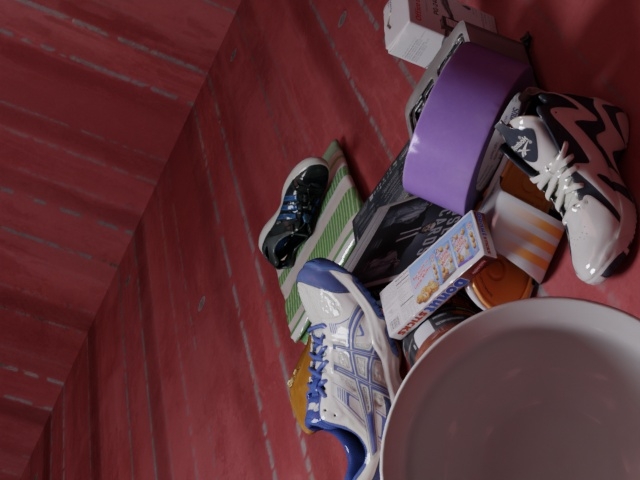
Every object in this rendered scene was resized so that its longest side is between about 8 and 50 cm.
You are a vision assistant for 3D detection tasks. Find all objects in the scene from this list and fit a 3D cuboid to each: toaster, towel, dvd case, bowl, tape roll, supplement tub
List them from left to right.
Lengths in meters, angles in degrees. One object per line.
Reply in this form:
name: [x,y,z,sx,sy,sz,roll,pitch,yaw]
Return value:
towel: [0.000,0.000,2.261,0.248,0.038,0.325,-61,19,20]
dvd case: [0.126,-0.001,1.713,0.239,0.029,0.179,-18,31,47]
supplement tub: [0.144,0.109,1.660,0.106,0.106,0.198,-64,21,16]
tape roll: [0.170,-0.127,1.570,0.189,0.080,0.189,-59,-15,-26]
toaster: [0.201,-0.178,1.779,0.168,0.110,0.185,-56,24,33]
bowl: [0.207,0.207,1.223,0.134,0.298,0.298,61,-137,-73]

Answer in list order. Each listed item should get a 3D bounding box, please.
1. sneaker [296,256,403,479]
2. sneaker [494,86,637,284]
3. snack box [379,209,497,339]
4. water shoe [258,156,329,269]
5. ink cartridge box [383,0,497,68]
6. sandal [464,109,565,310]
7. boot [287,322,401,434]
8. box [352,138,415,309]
sneaker: [0.029,0.166,1.651,0.296,0.131,0.112,63,160,6]
sneaker: [0.253,-0.071,1.471,0.094,0.153,0.235,-42,33,56]
snack box: [0.132,0.041,1.572,0.178,0.022,0.064,-45,43,38]
water shoe: [-0.030,-0.042,2.256,0.203,0.073,0.080,-62,40,27]
ink cartridge box: [0.169,-0.288,1.908,0.063,0.150,0.109,-54,25,38]
sandal: [0.237,-0.043,1.564,0.076,0.102,0.265,-10,60,71]
boot: [0.024,0.201,1.926,0.295,0.104,0.211,-94,25,-59]
box: [0.129,-0.041,1.913,0.232,0.059,0.183,-56,23,32]
